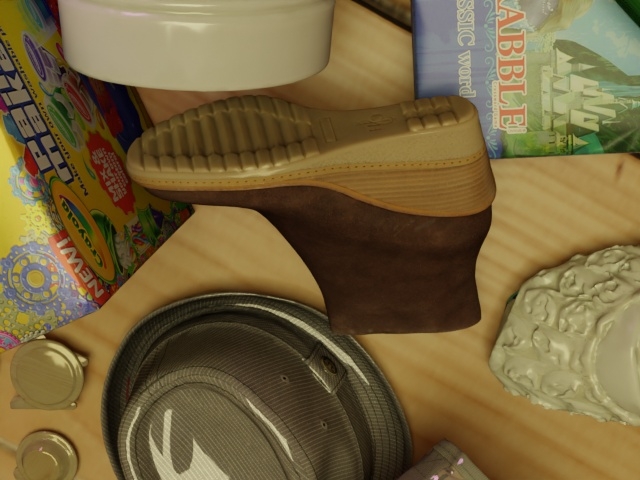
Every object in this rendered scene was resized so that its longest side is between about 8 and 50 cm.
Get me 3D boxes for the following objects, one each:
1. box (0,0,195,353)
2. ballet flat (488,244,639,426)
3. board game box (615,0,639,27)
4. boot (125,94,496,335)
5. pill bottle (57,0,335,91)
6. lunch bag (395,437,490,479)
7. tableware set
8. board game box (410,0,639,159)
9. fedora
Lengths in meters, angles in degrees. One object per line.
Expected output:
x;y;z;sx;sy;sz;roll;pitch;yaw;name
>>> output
-0.246;-0.086;0.648;0.177;0.279;0.290;-23;101;9;box
0.332;0.074;0.720;0.408;0.147;0.147;-2;103;5;ballet flat
0.317;-0.254;0.609;0.242;0.064;0.316;44;102;-7;board game box
0.000;0.000;0.703;0.248;0.090;0.207;-4;132;2;boot
-0.070;-0.305;0.560;0.229;0.229;0.408;4;114;3;pill bottle
0.089;0.320;0.725;0.235;0.169;0.287;-41;111;-8;lunch bag
-0.271;0.147;0.838;0.141;0.020;0.169;12;105;3;tableware set
0.219;-0.221;0.691;0.318;0.066;0.319;-3;103;5;board game box
-0.058;0.176;0.775;0.243;0.124;0.275;-30;99;11;fedora
